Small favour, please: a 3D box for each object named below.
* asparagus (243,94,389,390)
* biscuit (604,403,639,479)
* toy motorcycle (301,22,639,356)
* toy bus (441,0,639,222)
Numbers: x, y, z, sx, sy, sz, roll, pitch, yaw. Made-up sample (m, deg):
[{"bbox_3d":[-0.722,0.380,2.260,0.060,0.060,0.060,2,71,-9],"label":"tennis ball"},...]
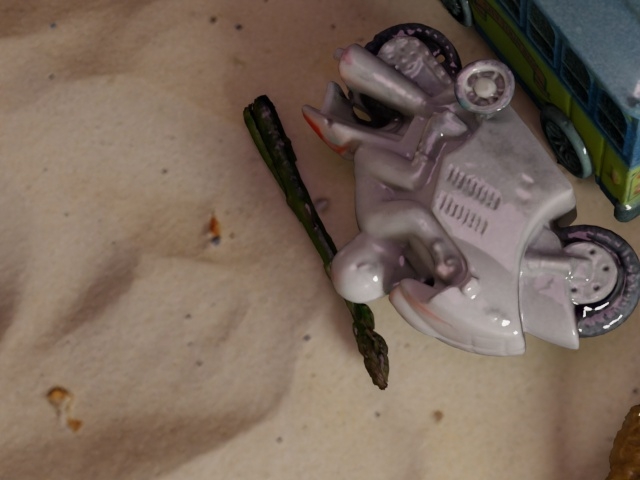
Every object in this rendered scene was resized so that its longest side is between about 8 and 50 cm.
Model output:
[{"bbox_3d":[0.000,0.000,1.183,0.023,0.022,0.233,-10,61,-31],"label":"asparagus"},{"bbox_3d":[0.257,0.181,1.020,0.231,0.025,0.131,17,84,42],"label":"biscuit"},{"bbox_3d":[0.078,-0.019,1.140,0.171,0.110,0.260,-36,68,-4],"label":"toy motorcycle"},{"bbox_3d":[0.169,-0.189,1.156,0.152,0.190,0.312,-32,68,-8],"label":"toy bus"}]
